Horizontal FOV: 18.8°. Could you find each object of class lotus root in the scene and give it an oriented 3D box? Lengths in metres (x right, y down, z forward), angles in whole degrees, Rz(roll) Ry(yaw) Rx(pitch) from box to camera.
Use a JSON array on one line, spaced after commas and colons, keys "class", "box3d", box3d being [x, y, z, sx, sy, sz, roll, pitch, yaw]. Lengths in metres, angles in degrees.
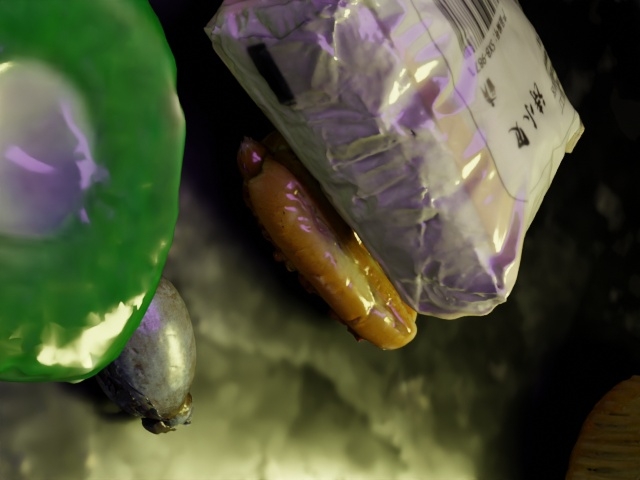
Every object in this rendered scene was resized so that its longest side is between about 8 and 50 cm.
[{"class": "lotus root", "box3d": [-0.142, 0.089, 1.553, 0.088, 0.088, 0.165, -37, 123, -35]}]

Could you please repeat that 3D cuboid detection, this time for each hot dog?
[{"class": "hot dog", "box3d": [0.000, 0.000, 1.681, 0.249, 0.076, 0.102, 53, 25, -27]}]

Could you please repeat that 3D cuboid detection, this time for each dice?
[{"class": "dice", "box3d": [-0.284, -0.056, 1.287, 0.287, 0.300, 0.297, 11, 81, -44]}]

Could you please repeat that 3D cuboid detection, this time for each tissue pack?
[{"class": "tissue pack", "box3d": [0.094, -0.162, 1.661, 0.390, 0.195, 0.375, 57, 34, -21]}]

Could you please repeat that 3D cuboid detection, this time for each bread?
[{"class": "bread", "box3d": [0.368, 0.259, 1.959, 0.253, 0.142, 0.227, 47, 60, -34]}]
